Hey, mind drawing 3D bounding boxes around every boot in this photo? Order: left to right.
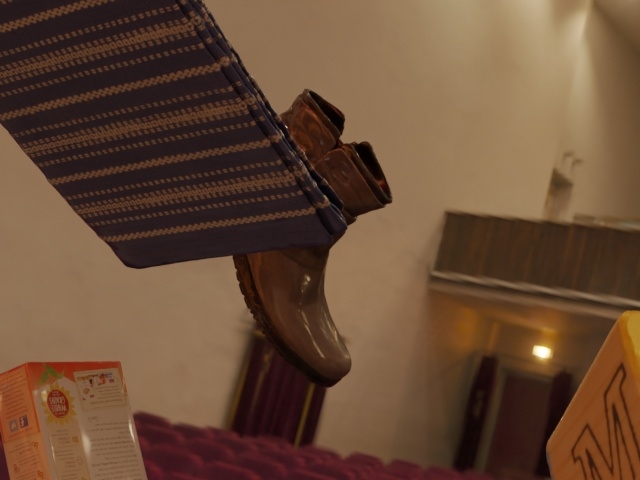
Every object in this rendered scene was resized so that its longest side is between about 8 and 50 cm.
[{"bbox_3d":[0.000,0.000,1.382,0.222,0.338,0.118,-31,5,15],"label":"boot"}]

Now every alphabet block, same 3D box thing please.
[{"bbox_3d":[0.321,0.197,0.934,0.192,0.193,0.197,4,-45,-10],"label":"alphabet block"}]

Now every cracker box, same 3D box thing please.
[{"bbox_3d":[-0.278,0.257,1.273,0.067,0.232,0.155,-24,-17,27],"label":"cracker box"}]

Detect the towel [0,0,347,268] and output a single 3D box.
[{"bbox_3d":[-0.148,-0.105,0.857,0.243,0.040,0.336,-8,-48,32],"label":"towel"}]
